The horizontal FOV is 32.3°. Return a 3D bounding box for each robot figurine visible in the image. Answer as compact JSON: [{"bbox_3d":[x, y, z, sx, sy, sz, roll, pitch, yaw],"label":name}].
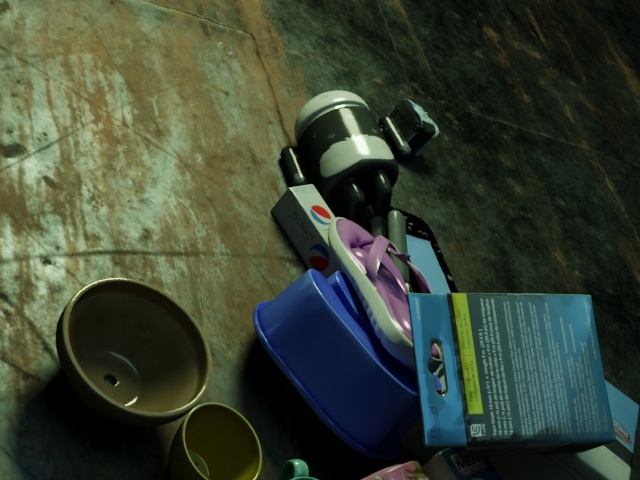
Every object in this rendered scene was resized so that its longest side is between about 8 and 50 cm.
[{"bbox_3d":[0.053,-0.170,2.220,0.209,0.173,0.278,7,49,-43],"label":"robot figurine"}]

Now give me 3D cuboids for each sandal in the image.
[{"bbox_3d":[0.132,0.074,1.882,0.169,0.102,0.416,33,18,-34],"label":"sandal"}]

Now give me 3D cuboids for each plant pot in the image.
[{"bbox_3d":[-0.166,0.314,1.588,0.134,0.095,0.134,28,42,-28],"label":"plant pot"},{"bbox_3d":[-0.285,0.179,1.609,0.237,0.110,0.237,24,41,-22],"label":"plant pot"}]

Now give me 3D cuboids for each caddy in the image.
[{"bbox_3d":[0.034,0.205,1.821,0.341,0.179,0.241,50,16,20],"label":"caddy"}]

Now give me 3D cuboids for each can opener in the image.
[{"bbox_3d":[0.128,0.062,2.088,0.093,0.074,0.280,47,36,-45],"label":"can opener"}]

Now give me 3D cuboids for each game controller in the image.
[{"bbox_3d":[0.207,0.069,2.205,0.166,0.067,0.319,9,48,-37],"label":"game controller"}]

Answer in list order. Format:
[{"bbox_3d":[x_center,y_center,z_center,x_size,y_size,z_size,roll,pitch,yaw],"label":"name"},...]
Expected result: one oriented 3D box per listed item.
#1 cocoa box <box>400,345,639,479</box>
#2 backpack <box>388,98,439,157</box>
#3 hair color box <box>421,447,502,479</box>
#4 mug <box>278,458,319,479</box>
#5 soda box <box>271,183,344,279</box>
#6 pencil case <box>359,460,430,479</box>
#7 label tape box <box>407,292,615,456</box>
[{"bbox_3d":[0.348,0.318,1.939,0.347,0.231,0.228,37,39,-5],"label":"cocoa box"},{"bbox_3d":[0.205,-0.253,2.499,0.084,0.105,0.114,19,34,-40],"label":"backpack"},{"bbox_3d":[0.257,0.504,1.721,0.105,0.174,0.347,-10,60,-48],"label":"hair color box"},{"bbox_3d":[-0.029,0.416,1.612,0.129,0.097,0.158,36,37,-5],"label":"mug"},{"bbox_3d":[0.000,0.000,2.078,0.069,0.074,0.216,-11,60,-47],"label":"soda box"},{"bbox_3d":[0.167,0.520,1.628,0.160,0.167,0.386,-22,68,-28],"label":"pencil case"},{"bbox_3d":[0.277,0.209,1.727,0.333,0.106,0.241,2,70,-21],"label":"label tape box"}]
